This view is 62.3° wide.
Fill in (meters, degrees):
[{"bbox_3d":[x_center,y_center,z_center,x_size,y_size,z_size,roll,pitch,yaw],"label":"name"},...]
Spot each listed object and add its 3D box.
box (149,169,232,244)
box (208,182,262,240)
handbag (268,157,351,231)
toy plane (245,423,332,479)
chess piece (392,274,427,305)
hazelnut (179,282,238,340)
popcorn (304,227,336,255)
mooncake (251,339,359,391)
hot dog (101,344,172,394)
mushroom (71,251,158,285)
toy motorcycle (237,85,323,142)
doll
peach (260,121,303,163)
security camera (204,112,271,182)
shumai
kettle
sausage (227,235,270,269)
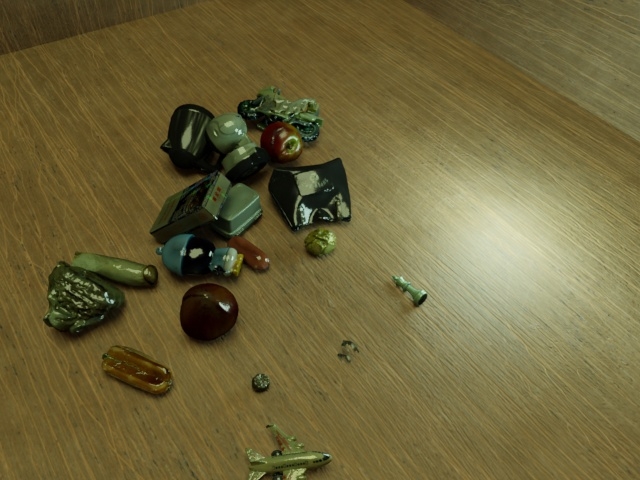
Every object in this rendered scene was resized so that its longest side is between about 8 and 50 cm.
[{"bbox_3d":[-0.488,-0.122,1.991,0.310,0.084,0.198,-21,39,33],"label":"box"},{"bbox_3d":[-0.334,-0.113,2.078,0.147,0.129,0.210,31,53,19],"label":"box"},{"bbox_3d":[-0.031,-0.182,2.161,0.342,0.152,0.288,-12,63,-13],"label":"handbag"},{"bbox_3d":[-0.090,0.626,1.485,0.244,0.092,0.229,-1,47,-6],"label":"toy plane"},{"bbox_3d":[0.317,0.173,1.932,0.059,0.059,0.149,-33,53,-28],"label":"chess piece"},{"bbox_3d":[-0.369,0.223,1.738,0.208,0.208,0.208,2,49,-2],"label":"hazelnut"},{"bbox_3d":[0.000,0.000,2.023,0.120,0.106,0.116,13,59,7],"label":"popcorn"},{"bbox_3d":[-0.048,0.409,1.707,0.346,0.057,0.150,-34,72,-21],"label":"mooncake"},{"bbox_3d":[-0.576,0.402,1.659,0.250,0.076,0.104,16,69,14],"label":"hot dog"},{"bbox_3d":[-0.739,0.099,1.889,0.332,0.107,0.088,13,83,5],"label":"mushroom"},{"bbox_3d":[-0.176,-0.596,2.490,0.409,0.169,0.237,24,58,9],"label":"toy motorcycle"},{"bbox_3d":[-0.441,0.063,1.914,0.313,0.141,0.177,12,34,1],"label":"doll"},{"bbox_3d":[-0.179,-0.431,2.336,0.197,0.197,0.198,2,49,-2],"label":"peach"},{"bbox_3d":[-0.366,-0.402,2.222,0.191,0.197,0.277,-31,89,15],"label":"security camera"},{"bbox_3d":[-0.807,0.208,1.766,0.255,0.189,0.218,27,73,9],"label":"shumai"},{"bbox_3d":[-0.562,-0.414,2.309,0.207,0.251,0.271,-12,51,26],"label":"kettle"},{"bbox_3d":[-0.270,0.047,1.985,0.194,0.077,0.077,34,55,25],"label":"sausage"}]
